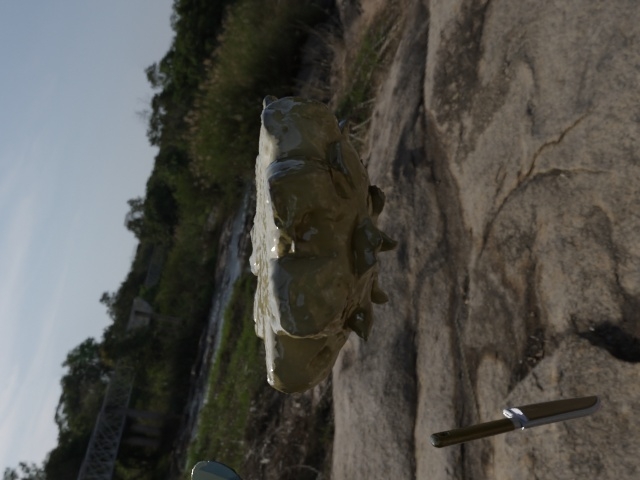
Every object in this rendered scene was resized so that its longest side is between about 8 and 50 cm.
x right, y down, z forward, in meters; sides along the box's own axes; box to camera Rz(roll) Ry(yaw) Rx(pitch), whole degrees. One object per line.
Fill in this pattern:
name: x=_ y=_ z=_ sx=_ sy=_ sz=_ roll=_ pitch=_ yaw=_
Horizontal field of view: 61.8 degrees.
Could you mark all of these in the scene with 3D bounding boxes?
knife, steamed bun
knife: x=0.248 y=0.217 z=0.662 sx=0.046 sy=0.256 sz=0.022 roll=-171 pitch=76 yaw=-73
steamed bun: x=0.000 y=0.000 z=0.538 sx=0.295 sy=0.137 sz=0.292 roll=117 pitch=153 yaw=-65

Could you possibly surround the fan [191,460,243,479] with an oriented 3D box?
fan: x=-0.173 y=0.384 z=0.813 sx=0.005 sy=0.175 sz=0.113 roll=-33 pitch=-75 yaw=-57
